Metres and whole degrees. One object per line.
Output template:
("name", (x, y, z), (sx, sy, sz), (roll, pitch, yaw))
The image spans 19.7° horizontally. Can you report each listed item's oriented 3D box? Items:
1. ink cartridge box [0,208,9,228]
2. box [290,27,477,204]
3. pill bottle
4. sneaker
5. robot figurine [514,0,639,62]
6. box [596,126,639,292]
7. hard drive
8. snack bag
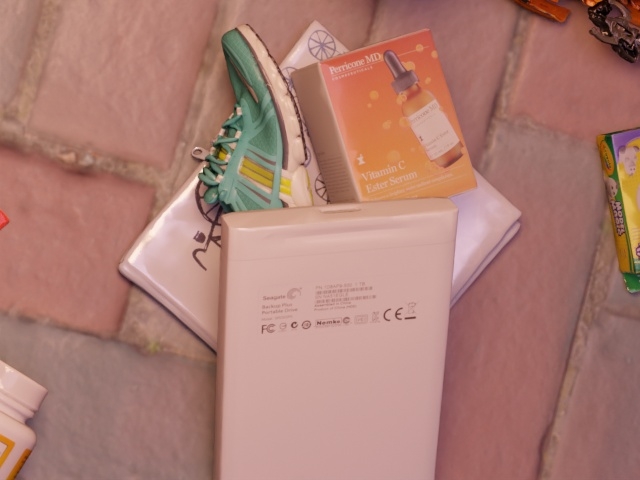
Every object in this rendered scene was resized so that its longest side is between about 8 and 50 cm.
("ink cartridge box", (-0.471, -0.018, 1.757), (0.275, 0.060, 0.239), (-44, 102, -12))
("box", (0.064, -0.113, 1.869), (0.130, 0.091, 0.170), (-19, 95, -18))
("pill bottle", (-0.352, 0.214, 1.768), (0.117, 0.117, 0.215), (34, 81, -15))
("sneaker", (-0.068, -0.075, 1.823), (0.110, 0.107, 0.275), (-9, 97, -6))
("robot figurine", (0.300, -0.314, 1.978), (0.291, 0.085, 0.211), (21, 85, -16))
("box", (0.371, -0.038, 2.029), (0.105, 0.043, 0.179), (-13, 97, -16))
("hard drive", (0.011, 0.131, 1.847), (0.233, 0.047, 0.353), (-5, 116, -17))
("snack bag", (0.000, 0.000, 1.916), (0.323, 0.037, 0.342), (43, 79, -14))
